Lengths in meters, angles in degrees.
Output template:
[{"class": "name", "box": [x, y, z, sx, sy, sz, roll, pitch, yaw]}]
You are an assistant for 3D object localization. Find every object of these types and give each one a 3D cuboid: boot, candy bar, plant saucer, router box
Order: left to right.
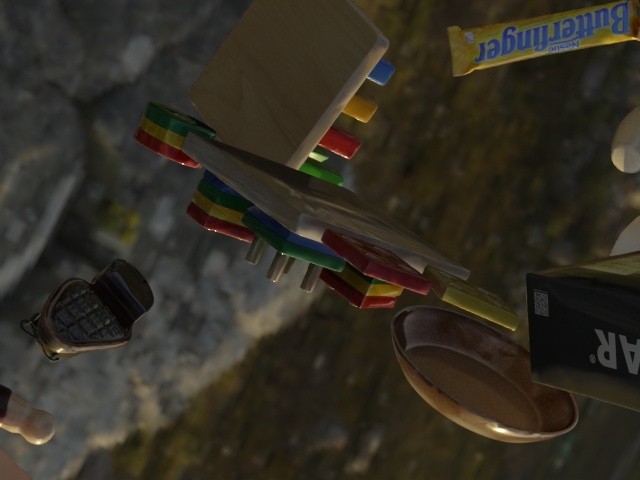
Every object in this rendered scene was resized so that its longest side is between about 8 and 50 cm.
[{"class": "boot", "box": [-0.234, 0.089, 1.865, 0.106, 0.082, 0.219, -39, 178, 18]}, {"class": "plant saucer", "box": [0.148, 0.132, 1.878, 0.198, 0.198, 0.036, -13, 136, -60]}, {"class": "candy bar", "box": [0.183, -0.167, 1.614, 0.018, 0.161, 0.040, -42, 121, -88]}, {"class": "router box", "box": [0.320, 0.058, 1.283, 0.243, 0.309, 0.081, -10, 102, -31]}]

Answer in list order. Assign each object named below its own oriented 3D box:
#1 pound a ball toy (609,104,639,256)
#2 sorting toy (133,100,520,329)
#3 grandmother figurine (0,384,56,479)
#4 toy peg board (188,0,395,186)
[{"class": "pound a ball toy", "box": [0.368, 0.044, 1.745, 0.136, 0.319, 0.208, -38, 146, -37]}, {"class": "sorting toy", "box": [0.000, 0.000, 1.147, 0.132, 0.274, 0.046, 18, 101, -39]}, {"class": "grandmother figurine", "box": [-0.297, 0.159, 1.551, 0.208, 0.342, 0.104, -10, 137, -50]}, {"class": "toy peg board", "box": [-0.008, -0.130, 1.650, 0.079, 0.161, 0.160, 23, 110, -41]}]
